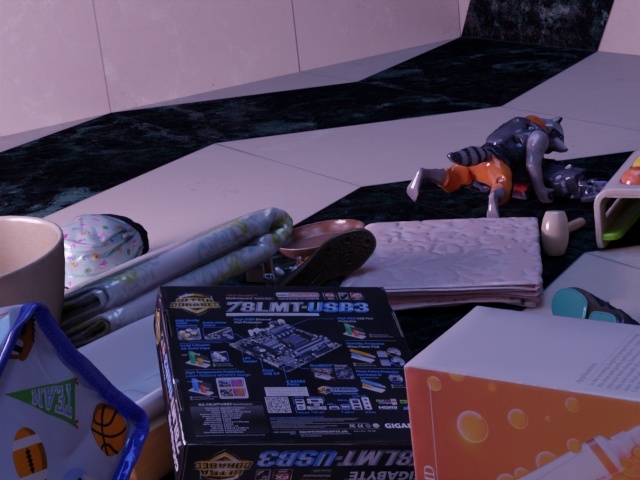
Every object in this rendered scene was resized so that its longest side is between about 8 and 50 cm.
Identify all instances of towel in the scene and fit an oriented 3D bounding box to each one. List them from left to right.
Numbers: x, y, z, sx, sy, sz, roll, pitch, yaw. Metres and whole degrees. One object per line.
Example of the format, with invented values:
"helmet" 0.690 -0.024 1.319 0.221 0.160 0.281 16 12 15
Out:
"towel" -0.261 0.070 1.901 0.374 0.090 0.320 -27 7 -42
"towel" 0.202 0.038 2.045 0.317 0.053 0.332 -2 18 10

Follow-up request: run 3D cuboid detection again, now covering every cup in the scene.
"cup" -0.488 0.129 1.691 0.331 0.237 0.331 -8 19 3

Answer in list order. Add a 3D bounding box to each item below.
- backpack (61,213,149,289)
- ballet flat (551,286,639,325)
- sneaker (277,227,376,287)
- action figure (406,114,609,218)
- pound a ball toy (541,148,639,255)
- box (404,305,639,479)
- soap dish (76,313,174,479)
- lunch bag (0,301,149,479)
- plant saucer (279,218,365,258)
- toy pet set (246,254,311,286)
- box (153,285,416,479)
"backpack" -0.402 0.019 2.216 0.152 0.115 0.182 3 22 21
"ballet flat" 0.387 0.114 1.730 0.074 0.074 0.203 -10 12 -12
"sneaker" 0.003 0.038 1.993 0.188 0.066 0.071 -35 11 2
"action figure" 0.378 -0.146 2.375 0.341 0.179 0.330 7 32 42
"pound a ball toy" 0.520 -0.078 2.160 0.208 0.136 0.319 3 19 27
"box" 0.277 0.207 1.215 0.345 0.215 0.168 5 21 34
"soap dish" -0.218 0.198 1.581 0.229 0.118 0.291 7 22 36
"lunch bag" -0.373 0.277 1.099 0.327 0.239 0.385 -11 44 31
"plant saucer" 0.000 0.000 2.255 0.168 0.029 0.168 -11 14 3
"toy pet set" -0.070 0.033 2.133 0.114 0.065 0.122 2 19 26
"box" -0.034 0.161 1.457 0.295 0.073 0.293 1 32 -15
